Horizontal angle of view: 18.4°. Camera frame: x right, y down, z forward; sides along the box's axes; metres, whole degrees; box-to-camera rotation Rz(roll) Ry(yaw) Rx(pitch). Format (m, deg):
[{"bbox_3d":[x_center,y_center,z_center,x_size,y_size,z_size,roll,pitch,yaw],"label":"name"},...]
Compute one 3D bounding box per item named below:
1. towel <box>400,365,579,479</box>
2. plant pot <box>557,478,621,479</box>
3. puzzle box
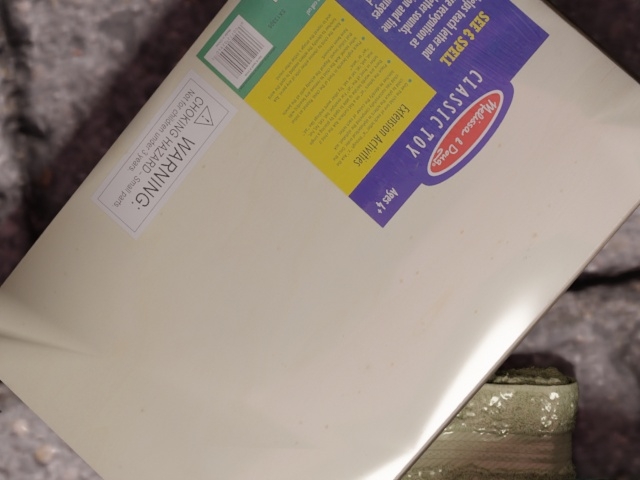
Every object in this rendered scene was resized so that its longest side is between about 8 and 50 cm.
[{"bbox_3d":[0.088,0.132,1.236,0.148,0.027,0.110,1,98,11],"label":"towel"},{"bbox_3d":[0.154,0.303,1.135,0.290,0.195,0.290,2,99,11],"label":"plant pot"},{"bbox_3d":[0.000,0.000,1.209,0.272,0.052,0.409,43,103,11],"label":"puzzle box"}]
